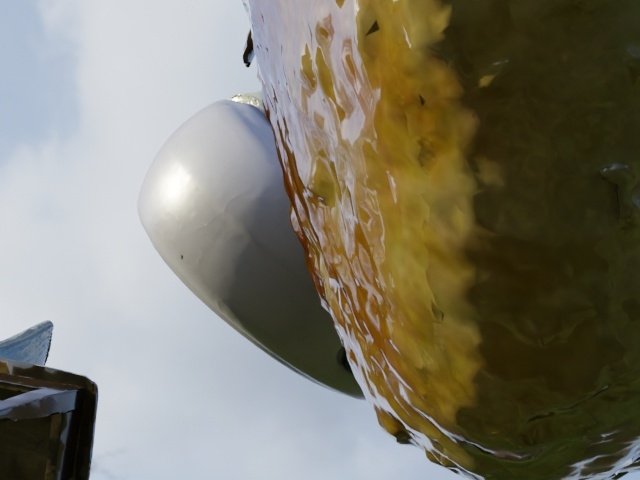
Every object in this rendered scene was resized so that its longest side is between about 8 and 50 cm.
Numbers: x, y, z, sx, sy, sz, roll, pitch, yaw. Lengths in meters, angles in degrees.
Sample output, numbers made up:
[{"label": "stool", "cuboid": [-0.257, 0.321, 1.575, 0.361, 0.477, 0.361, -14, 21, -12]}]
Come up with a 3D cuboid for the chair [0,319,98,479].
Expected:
[{"label": "chair", "cuboid": [-0.255, 0.166, 1.140, 0.186, 0.160, 0.319, 9, 6, 25]}]

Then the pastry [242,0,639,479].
[{"label": "pastry", "cuboid": [0.045, -0.081, 0.454, 0.136, 0.329, 0.329, -13, -33, -4]}]

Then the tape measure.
[{"label": "tape measure", "cuboid": [0.001, 0.002, 0.739, 0.196, 0.105, 0.178, 41, 8, 9]}]
